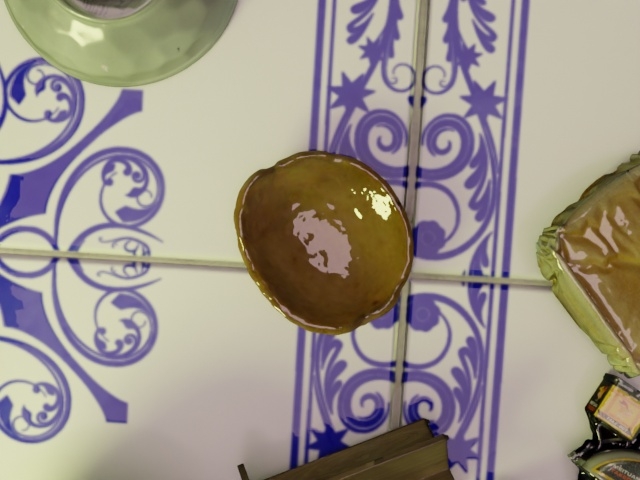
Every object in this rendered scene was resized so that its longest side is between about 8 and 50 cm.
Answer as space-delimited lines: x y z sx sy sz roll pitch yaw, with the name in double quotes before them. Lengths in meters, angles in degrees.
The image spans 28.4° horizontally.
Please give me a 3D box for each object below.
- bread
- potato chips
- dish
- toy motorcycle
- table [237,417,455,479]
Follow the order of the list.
"bread" 0.354 0.027 1.392 0.192 0.110 0.210 -40 94 -3
"potato chips" 0.001 0.000 1.410 0.208 0.062 0.195 21 89 -1
"dish" -0.219 -0.306 1.353 0.303 0.120 0.303 0 96 0
"toy motorcycle" 0.403 0.279 1.424 0.263 0.091 0.157 32 90 -1
"table" 0.041 0.288 1.400 0.226 0.167 0.167 -19 95 -8
